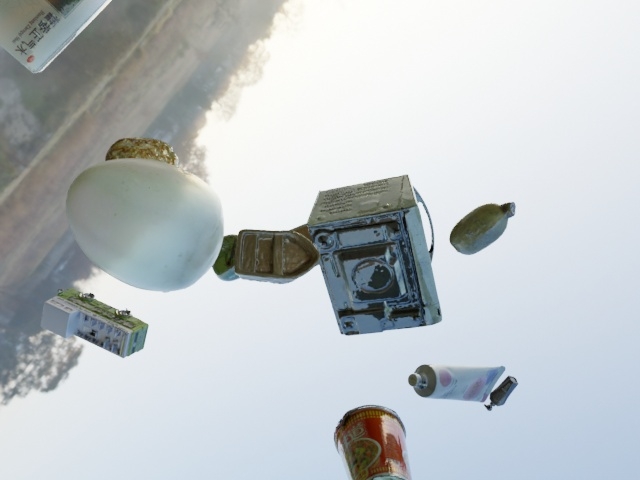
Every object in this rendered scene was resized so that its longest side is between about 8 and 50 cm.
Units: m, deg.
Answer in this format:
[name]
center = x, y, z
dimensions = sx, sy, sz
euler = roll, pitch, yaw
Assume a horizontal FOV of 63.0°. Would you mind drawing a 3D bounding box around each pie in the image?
[pie]
center = -0.506, -0.211, 1.487
dimensions = 0.084, 0.205, 0.179
euler = -55, -130, 44

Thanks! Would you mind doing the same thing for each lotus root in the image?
[lotus root]
center = 0.380, -0.031, 1.228
dimensions = 0.183, 0.090, 0.077
euler = -42, -168, 43

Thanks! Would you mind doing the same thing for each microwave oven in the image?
[microwave oven]
center = 0.166, 0.052, 1.511
dimensions = 0.333, 0.394, 0.247
euler = -10, -151, 14

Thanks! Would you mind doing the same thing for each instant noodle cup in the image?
[instant noodle cup]
center = 0.131, 0.526, 1.222
dimensions = 0.193, 0.193, 0.212
euler = -46, -165, 10

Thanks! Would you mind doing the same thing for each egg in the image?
[egg]
center = -0.372, -0.036, 1.132
dimensions = 0.283, 0.345, 0.283
euler = -30, -132, 40

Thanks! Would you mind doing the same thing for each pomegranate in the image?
[pomegranate]
center = -0.264, 0.047, 1.659
dimensions = 0.191, 0.131, 0.152
euler = -19, -106, 36

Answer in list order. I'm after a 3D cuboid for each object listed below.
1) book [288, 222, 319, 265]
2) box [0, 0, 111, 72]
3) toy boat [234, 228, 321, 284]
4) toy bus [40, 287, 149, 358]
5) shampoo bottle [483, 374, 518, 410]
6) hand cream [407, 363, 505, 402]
[book]
center = 0.000, -0.001, 1.823
dimensions = 0.242, 0.018, 0.170
euler = -22, -120, -19
[box]
center = -0.463, -0.413, 0.859
dimensions = 0.212, 0.168, 0.095
euler = -34, -144, 19
[toy boat]
center = -0.096, 0.039, 1.171
dimensions = 0.061, 0.188, 0.116
euler = 112, -19, -67
[toy bus]
center = -0.688, 0.253, 1.595
dimensions = 0.139, 0.302, 0.113
euler = -38, 148, -69
[shampoo bottle]
center = 0.518, 0.442, 1.501
dimensions = 0.048, 0.027, 0.137
euler = 43, -53, 27
[hand cream]
center = 0.350, 0.366, 1.337
dimensions = 0.078, 0.341, 0.124
euler = 43, -67, 51
